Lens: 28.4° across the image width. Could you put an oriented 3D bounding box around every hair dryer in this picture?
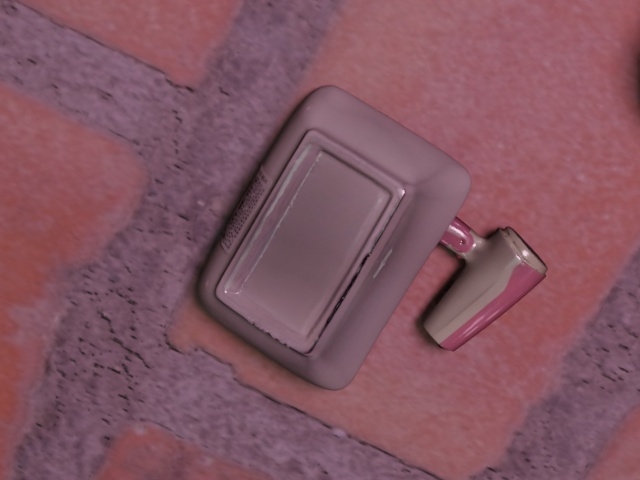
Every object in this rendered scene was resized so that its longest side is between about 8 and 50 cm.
[{"bbox_3d":[0.094,0.001,1.006,0.106,0.054,0.154,-42,89,13],"label":"hair dryer"}]

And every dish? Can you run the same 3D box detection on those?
[{"bbox_3d":[0.000,0.000,0.967,0.151,0.077,0.212,33,101,10],"label":"dish"}]
